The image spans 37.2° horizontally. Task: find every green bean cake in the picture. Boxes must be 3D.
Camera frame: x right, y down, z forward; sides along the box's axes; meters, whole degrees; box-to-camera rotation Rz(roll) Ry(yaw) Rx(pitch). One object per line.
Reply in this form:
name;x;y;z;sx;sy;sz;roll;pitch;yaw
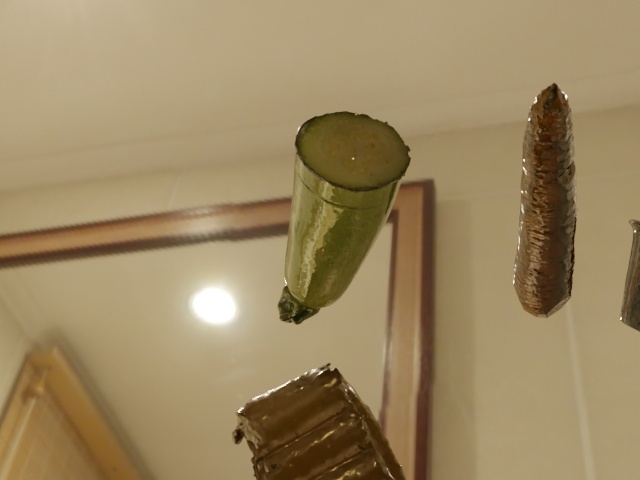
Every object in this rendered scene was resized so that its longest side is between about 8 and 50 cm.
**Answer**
green bean cake;0.011;0.240;0.910;0.131;0.230;0.224;-25;-13;-9

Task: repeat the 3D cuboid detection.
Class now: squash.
squash;0.000;0.000;0.825;0.094;0.094;0.224;15;-47;-5

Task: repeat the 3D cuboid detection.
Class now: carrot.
carrot;0.227;-0.035;0.965;0.066;0.066;0.314;-3;-43;10

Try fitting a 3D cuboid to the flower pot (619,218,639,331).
flower pot;0.513;0.079;1.330;0.235;0.235;0.148;23;-83;-13
